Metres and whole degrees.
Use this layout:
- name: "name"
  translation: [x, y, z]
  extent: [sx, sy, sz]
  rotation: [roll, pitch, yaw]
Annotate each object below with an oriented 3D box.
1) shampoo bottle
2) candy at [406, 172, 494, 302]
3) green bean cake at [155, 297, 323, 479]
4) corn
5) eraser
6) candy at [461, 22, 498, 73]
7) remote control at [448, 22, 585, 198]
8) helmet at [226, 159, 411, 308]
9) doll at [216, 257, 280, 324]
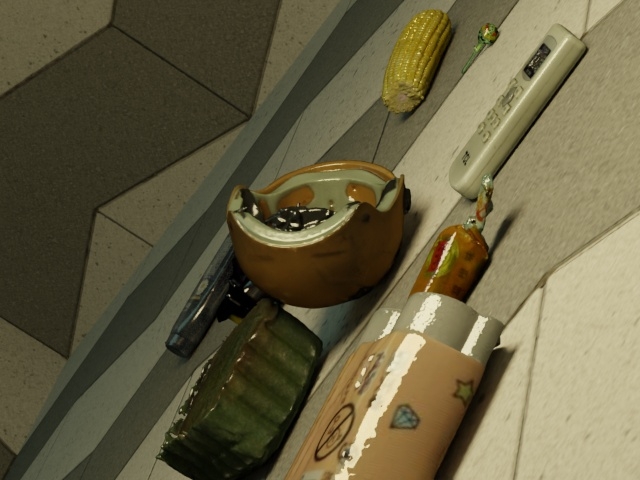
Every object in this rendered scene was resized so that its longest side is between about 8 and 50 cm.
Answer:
- name: "shampoo bottle"
  translation: [-0.174, 0.080, 2.597]
  extent: [0.234, 0.049, 0.087]
  rotation: [-60, 12, -19]
- name: "candy"
  translation: [0.114, 0.028, 1.412]
  extent: [0.182, 0.046, 0.053]
  rotation: [-62, 14, -4]
- name: "green bean cake"
  translation: [-0.083, 0.173, 1.747]
  extent: [0.181, 0.094, 0.173]
  rotation: [-43, 16, 55]
- name: "corn"
  translation: [0.126, -0.238, 2.142]
  extent: [0.085, 0.063, 0.165]
  rotation: [-19, 33, 33]
- name: "eraser"
  translation: [0.027, 0.185, 1.226]
  extent: [0.291, 0.087, 0.171]
  rotation: [-61, 14, -22]
- name: "candy"
  translation: [0.189, -0.230, 1.943]
  extent: [0.023, 0.025, 0.083]
  rotation: [-13, -27, -31]
- name: "remote control"
  translation: [0.188, -0.125, 1.578]
  extent: [0.190, 0.029, 0.087]
  rotation: [-55, 10, 13]
- name: "helmet"
  translation: [0.000, 0.000, 1.719]
  extent: [0.224, 0.198, 0.130]
  rotation: [-52, -42, -68]
- name: "doll"
  translation: [-0.073, 0.042, 2.172]
  extent: [0.249, 0.088, 0.127]
  rotation: [-57, -16, -70]
